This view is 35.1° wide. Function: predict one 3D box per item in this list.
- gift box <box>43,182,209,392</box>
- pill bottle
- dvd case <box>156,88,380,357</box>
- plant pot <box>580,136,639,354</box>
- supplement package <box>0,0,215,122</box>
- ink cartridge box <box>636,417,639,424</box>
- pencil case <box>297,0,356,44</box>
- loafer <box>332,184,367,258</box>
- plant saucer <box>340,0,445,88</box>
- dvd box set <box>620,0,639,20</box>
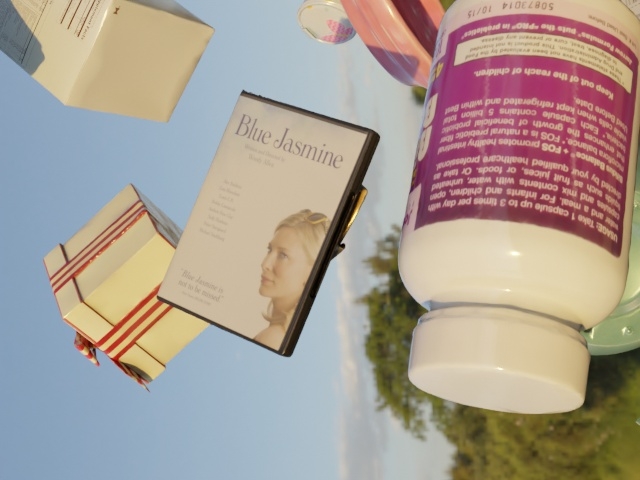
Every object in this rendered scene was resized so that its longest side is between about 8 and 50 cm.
[{"bbox_3d":[-0.331,0.102,1.848,0.276,0.258,0.255,48,-178,-31],"label":"gift box"},{"bbox_3d":[0.149,-0.031,0.763,0.169,0.169,0.301,65,-146,-65],"label":"pill bottle"},{"bbox_3d":[-0.059,-0.023,1.080,0.022,0.180,0.253,27,-95,-59],"label":"dvd case"},{"bbox_3d":[0.324,0.006,1.220,0.235,0.293,0.292,-73,-23,-76],"label":"plant pot"},{"bbox_3d":[-0.291,-0.274,1.309,0.194,0.203,0.149,3,-59,-57],"label":"supplement package"},{"bbox_3d":[0.588,0.307,1.548,0.062,0.109,0.209,49,-179,-19],"label":"ink cartridge box"},{"bbox_3d":[0.042,-0.493,1.867,0.113,0.124,0.273,50,-134,-45],"label":"pencil case"},{"bbox_3d":[0.000,0.000,1.180,0.062,0.061,0.170,16,-85,-53],"label":"loafer"},{"bbox_3d":[0.117,-0.377,1.635,0.332,0.084,0.332,45,-152,-31],"label":"plant saucer"},{"bbox_3d":[0.316,-0.389,0.863,0.308,0.062,0.420,162,98,-73],"label":"dvd box set"}]
